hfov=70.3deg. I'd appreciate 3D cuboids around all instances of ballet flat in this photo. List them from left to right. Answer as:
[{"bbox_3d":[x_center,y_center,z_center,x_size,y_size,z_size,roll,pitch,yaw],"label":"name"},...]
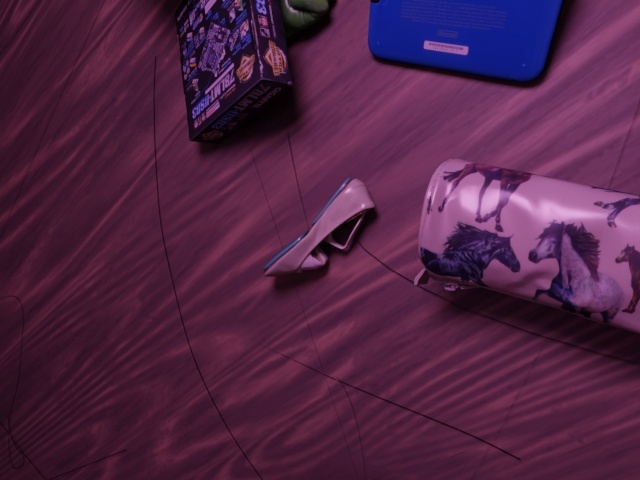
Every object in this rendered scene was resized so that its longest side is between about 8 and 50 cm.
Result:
[{"bbox_3d":[0.000,0.000,0.798,0.248,0.086,0.086,-46,67,19],"label":"ballet flat"}]

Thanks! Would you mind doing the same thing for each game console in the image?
[{"bbox_3d":[0.243,-0.409,0.702,0.293,0.173,0.250,23,130,29],"label":"game console"}]

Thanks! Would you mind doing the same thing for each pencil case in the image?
[{"bbox_3d":[0.327,0.026,0.556,0.410,0.160,0.184,18,106,30],"label":"pencil case"}]

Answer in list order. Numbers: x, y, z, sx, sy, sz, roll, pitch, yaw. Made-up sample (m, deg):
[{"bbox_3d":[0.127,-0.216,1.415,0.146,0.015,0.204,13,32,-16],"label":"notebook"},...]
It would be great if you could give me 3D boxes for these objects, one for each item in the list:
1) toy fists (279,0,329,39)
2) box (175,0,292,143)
[{"bbox_3d":[-0.062,-0.524,0.846,0.142,0.096,0.279,-23,75,27],"label":"toy fists"},{"bbox_3d":[-0.181,-0.374,0.867,0.295,0.073,0.294,-17,81,50],"label":"box"}]
